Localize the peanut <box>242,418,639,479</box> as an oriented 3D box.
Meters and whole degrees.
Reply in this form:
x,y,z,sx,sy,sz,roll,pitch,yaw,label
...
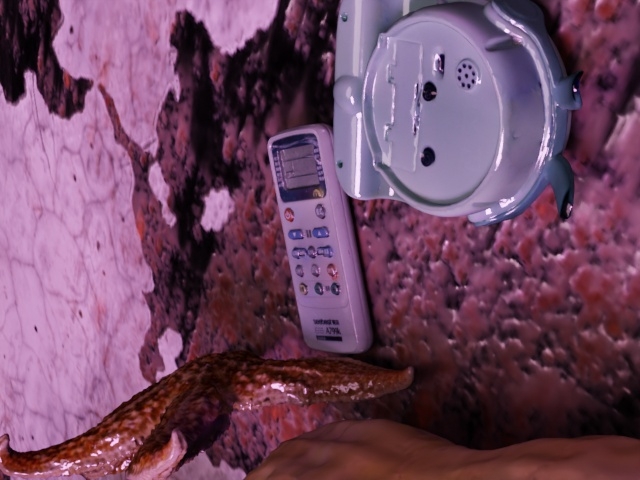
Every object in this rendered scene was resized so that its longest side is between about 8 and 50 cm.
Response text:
x,y,z,sx,sy,sz,roll,pitch,yaw,label
0.075,0.142,0.367,0.313,0.149,0.149,-15,89,49,peanut

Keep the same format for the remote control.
x,y,z,sx,sy,sz,roll,pitch,yaw,label
0.000,0.000,0.511,0.053,0.018,0.124,-2,100,53,remote control

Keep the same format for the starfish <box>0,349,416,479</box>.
x,y,z,sx,sy,sz,roll,pitch,yaw,label
-0.059,0.086,0.519,0.238,0.213,0.057,-21,92,18,starfish

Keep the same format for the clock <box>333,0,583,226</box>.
x,y,z,sx,sy,sz,roll,pitch,yaw,label
0.060,-0.055,0.396,0.135,0.041,0.101,22,118,47,clock
